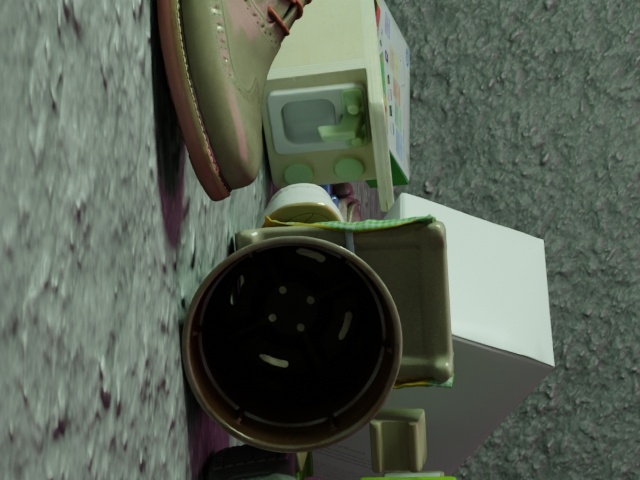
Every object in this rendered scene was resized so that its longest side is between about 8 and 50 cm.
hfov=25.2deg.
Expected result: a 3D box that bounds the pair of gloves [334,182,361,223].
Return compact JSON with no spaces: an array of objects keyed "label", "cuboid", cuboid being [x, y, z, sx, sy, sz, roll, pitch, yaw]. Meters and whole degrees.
[{"label":"pair of gloves","cuboid":[0.038,-0.094,2.199,0.204,0.042,0.240,20,68,-83]}]

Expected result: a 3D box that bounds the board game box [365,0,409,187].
[{"label":"board game box","cuboid":[0.060,-0.251,2.083,0.316,0.064,0.242,52,36,-60]}]

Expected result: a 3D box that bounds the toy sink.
[{"label":"toy sink","cuboid":[0.004,-0.150,1.550,0.234,0.131,0.152,-93,175,-47]}]

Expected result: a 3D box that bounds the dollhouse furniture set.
[{"label":"dollhouse furniture set","cuboid":[0.031,0.110,1.368,0.151,0.198,0.301,-61,148,-75]}]

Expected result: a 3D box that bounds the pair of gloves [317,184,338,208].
[{"label":"pair of gloves","cuboid":[0.000,0.000,1.748,0.198,0.023,0.159,123,-38,-75]}]

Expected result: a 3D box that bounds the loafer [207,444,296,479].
[{"label":"loafer","cuboid":[-0.050,0.225,1.072,0.251,0.094,0.087,-60,142,-78]}]

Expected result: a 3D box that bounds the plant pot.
[{"label":"plant pot","cuboid":[-0.023,0.067,1.156,0.165,0.167,0.167,-99,-175,-81]}]

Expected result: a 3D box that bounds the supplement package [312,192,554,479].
[{"label":"supplement package","cuboid":[0.100,0.124,1.538,0.293,0.175,0.177,124,-22,-44]}]

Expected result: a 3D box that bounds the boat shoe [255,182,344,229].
[{"label":"boat shoe","cuboid":[-0.022,0.006,1.434,0.277,0.098,0.096,94,-3,-62]}]

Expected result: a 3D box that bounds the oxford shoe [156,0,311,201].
[{"label":"oxford shoe","cuboid":[-0.051,-0.202,1.094,0.123,0.130,0.348,61,26,-75]}]
